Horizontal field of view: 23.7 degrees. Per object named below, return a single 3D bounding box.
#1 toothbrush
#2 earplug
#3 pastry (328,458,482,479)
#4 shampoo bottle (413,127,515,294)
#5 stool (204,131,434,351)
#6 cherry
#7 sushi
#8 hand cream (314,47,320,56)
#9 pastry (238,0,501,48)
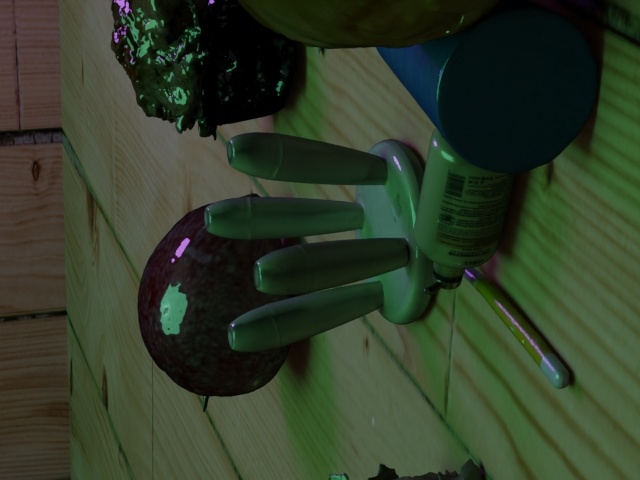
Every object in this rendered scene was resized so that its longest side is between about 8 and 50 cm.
[{"bbox_3d":[0.158,0.051,1.383,0.288,0.024,0.021,-126,33,-55],"label":"toothbrush"},{"bbox_3d":[0.117,-0.164,1.286,0.273,0.132,0.132,-124,33,-63],"label":"earplug"},{"bbox_3d":[0.099,0.385,1.468,0.330,0.136,0.329,176,90,-71],"label":"pastry"},{"bbox_3d":[0.126,-0.026,1.360,0.079,0.079,0.162,-117,28,-49],"label":"shampoo bottle"},{"bbox_3d":[0.000,0.000,1.573,0.195,0.199,0.195,118,141,-58],"label":"stool"},{"bbox_3d":[-0.134,0.076,2.017,0.230,0.203,0.300,-133,55,-65],"label":"cherry"},{"bbox_3d":[-0.157,-0.246,1.958,0.225,0.219,0.238,-167,74,-76],"label":"sushi"},{"bbox_3d":[0.000,-0.264,1.791,0.102,0.022,0.035,98,158,-51],"label":"hand cream"},{"bbox_3d":[0.047,-0.336,1.136,0.409,0.245,0.409,-42,37,44],"label":"pastry"}]
